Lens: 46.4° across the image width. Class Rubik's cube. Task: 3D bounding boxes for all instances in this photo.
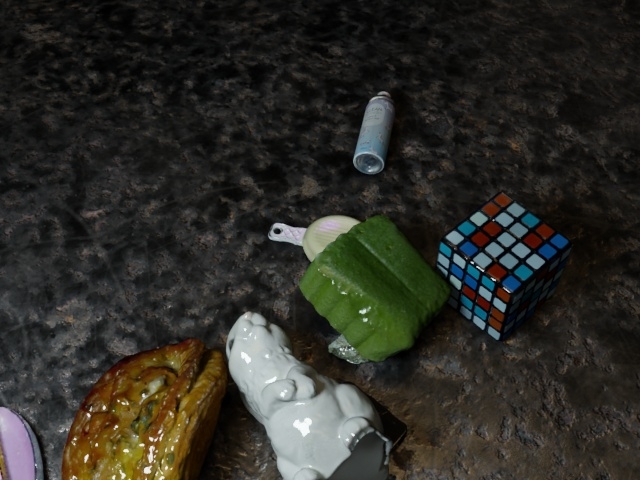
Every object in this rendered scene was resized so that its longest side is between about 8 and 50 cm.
[{"bbox_3d":[0.351,0.052,1.460,0.184,0.182,0.187,-38,61,-24],"label":"Rubik's cube"}]

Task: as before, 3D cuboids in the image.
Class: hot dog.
[{"bbox_3d":[-0.291,0.330,1.279,0.266,0.174,0.388,-7,48,27],"label":"hot dog"}]

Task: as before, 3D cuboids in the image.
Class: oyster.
[{"bbox_3d":[0.078,0.193,1.456,0.098,0.037,0.100,22,57,18],"label":"oyster"}]

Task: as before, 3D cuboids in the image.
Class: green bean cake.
[{"bbox_3d":[0.109,0.094,1.430,0.248,0.125,0.222,46,52,12],"label":"green bean cake"}]

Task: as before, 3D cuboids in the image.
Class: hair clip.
[{"bbox_3d":[-0.550,0.424,1.305,0.110,0.095,0.359,-45,47,13],"label":"hair clip"}]

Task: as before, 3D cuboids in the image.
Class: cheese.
[{"bbox_3d":[0.000,0.000,1.591,0.227,0.064,0.137,12,51,10],"label":"cheese"}]

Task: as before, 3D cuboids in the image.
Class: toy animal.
[{"bbox_3d":[-0.038,0.284,1.294,0.194,0.258,0.357,-39,50,-10],"label":"toy animal"}]

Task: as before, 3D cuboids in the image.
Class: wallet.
[{"bbox_3d":[0.082,0.326,1.369,0.156,0.018,0.082,37,64,27],"label":"wallet"}]

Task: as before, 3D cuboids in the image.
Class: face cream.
[{"bbox_3d":[0.133,-0.265,1.777,0.075,0.075,0.229,8,53,9],"label":"face cream"}]
